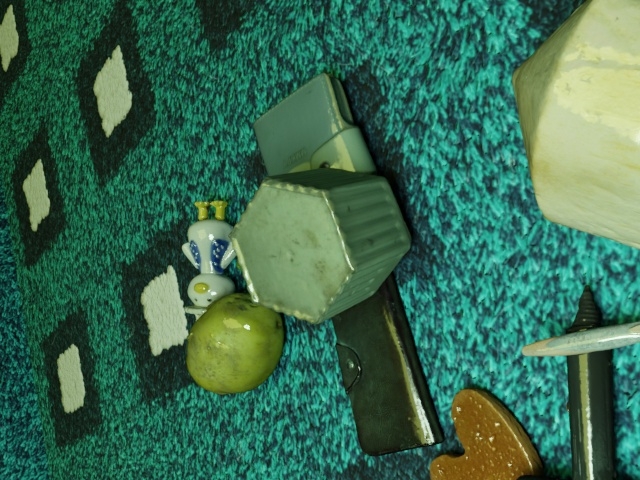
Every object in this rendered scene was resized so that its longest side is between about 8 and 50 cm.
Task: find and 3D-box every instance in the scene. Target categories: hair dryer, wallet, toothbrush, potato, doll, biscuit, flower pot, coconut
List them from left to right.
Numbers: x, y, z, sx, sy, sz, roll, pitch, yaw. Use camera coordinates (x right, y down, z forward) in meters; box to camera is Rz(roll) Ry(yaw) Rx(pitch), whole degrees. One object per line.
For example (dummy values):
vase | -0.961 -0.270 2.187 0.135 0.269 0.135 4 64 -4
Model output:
doll | -0.240 0.060 1.427 0.138 0.119 0.293 0 90 12
potato | -0.174 0.211 1.331 0.148 0.197 0.228 -85 4 -63
wallet | -0.003 -0.110 1.197 0.252 0.083 0.360 -28 76 45
flower pot | 0.000 0.000 1.040 0.209 0.189 0.239 46 123 17
wallet | 0.097 0.204 1.126 0.172 0.045 0.318 -28 70 42
biscuit | 0.236 0.334 0.983 0.192 0.036 0.186 -53 57 30
hair dryer | 0.332 0.235 0.842 0.189 0.107 0.352 -7 75 36
coconut | 0.343 -0.138 0.682 0.329 0.329 0.329 1 92 47
toothbrush | 0.413 0.097 0.753 0.375 0.037 0.028 -19 60 35

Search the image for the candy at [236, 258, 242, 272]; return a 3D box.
candy | -0.100 -0.019 1.250 0.091 0.083 0.305 56 148 20
